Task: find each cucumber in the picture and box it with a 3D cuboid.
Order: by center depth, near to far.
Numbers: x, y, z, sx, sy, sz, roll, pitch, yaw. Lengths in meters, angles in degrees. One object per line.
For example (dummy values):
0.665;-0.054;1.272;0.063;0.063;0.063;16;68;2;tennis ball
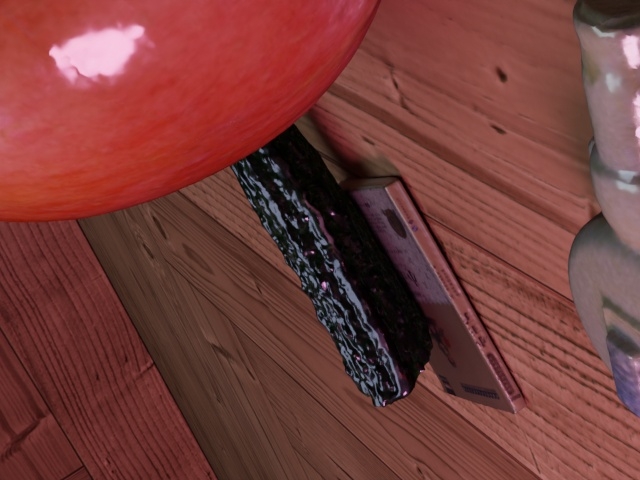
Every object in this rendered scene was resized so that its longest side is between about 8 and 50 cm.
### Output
0.001;-0.001;1.035;0.265;0.077;0.077;59;165;-1;cucumber

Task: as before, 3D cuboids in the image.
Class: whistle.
0.156;0.002;0.616;0.126;0.067;0.258;38;153;50;whistle

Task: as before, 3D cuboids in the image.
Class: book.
0.080;0.040;1.039;0.198;0.016;0.138;60;166;-9;book

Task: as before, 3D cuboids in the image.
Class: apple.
-0.148;-0.182;0.714;0.364;0.364;0.364;52;164;21;apple
